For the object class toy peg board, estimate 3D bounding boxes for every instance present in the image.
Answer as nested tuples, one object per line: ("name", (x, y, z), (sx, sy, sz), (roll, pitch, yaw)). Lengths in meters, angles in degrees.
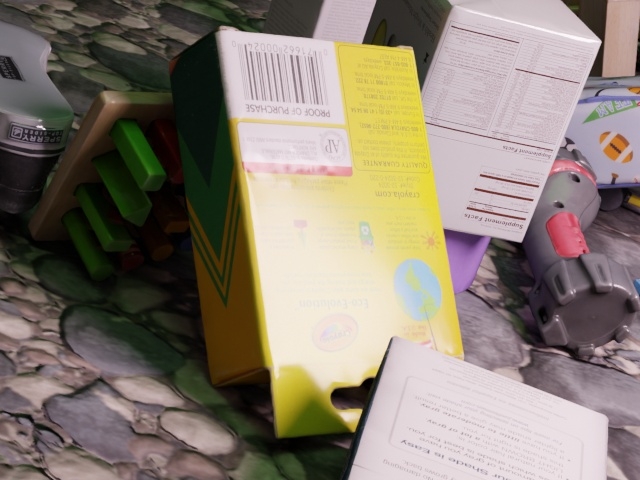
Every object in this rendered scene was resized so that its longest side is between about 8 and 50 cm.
("toy peg board", (-0.132, -0.038, 1.355), (0.160, 0.161, 0.079), (-2, 49, -40))

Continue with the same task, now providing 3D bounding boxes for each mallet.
("mallet", (0.396, -0.024, 1.864), (0.189, 0.039, 0.062), (30, 25, 12))

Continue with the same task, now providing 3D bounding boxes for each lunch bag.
("lunch bag", (0.352, -0.129, 1.845), (0.303, 0.115, 0.243), (2, 14, 25))

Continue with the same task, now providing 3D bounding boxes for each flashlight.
("flashlight", (0.249, 0.003, 1.610), (0.103, 0.103, 0.304), (17, 23, -12))

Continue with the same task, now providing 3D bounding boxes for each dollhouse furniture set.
("dollhouse furniture set", (0.520, -0.265, 2.177), (0.355, 0.174, 0.303), (-4, 24, -12))

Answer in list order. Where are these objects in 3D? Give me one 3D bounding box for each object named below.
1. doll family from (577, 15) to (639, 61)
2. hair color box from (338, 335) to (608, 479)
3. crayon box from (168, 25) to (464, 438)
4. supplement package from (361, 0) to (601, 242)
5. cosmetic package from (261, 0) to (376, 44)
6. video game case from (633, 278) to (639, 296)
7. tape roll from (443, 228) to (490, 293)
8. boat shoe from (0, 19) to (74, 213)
("doll family", (0.441, -0.306, 2.442), (0.193, 0.076, 0.111), (18, 4, 8))
("hair color box", (0.086, 0.203, 1.051), (0.173, 0.105, 0.347), (20, 23, 3))
("crayon box", (0.000, 0.000, 1.298), (0.202, 0.081, 0.319), (1, 75, -37))
("supplement package", (0.126, -0.141, 1.497), (0.149, 0.203, 0.194), (11, 25, -18))
("cosmetic package", (0.011, -0.295, 1.900), (0.085, 0.231, 0.117), (2, 30, -34))
("video game case", (0.417, 0.076, 1.685), (0.166, 0.015, 0.119), (2, 30, -35))
("tape roll", (0.074, -0.029, 1.568), (0.189, 0.080, 0.189), (16, 25, -8))
("boat shoe", (-0.287, -0.116, 1.449), (0.113, 0.105, 0.306), (6, 23, -29))
